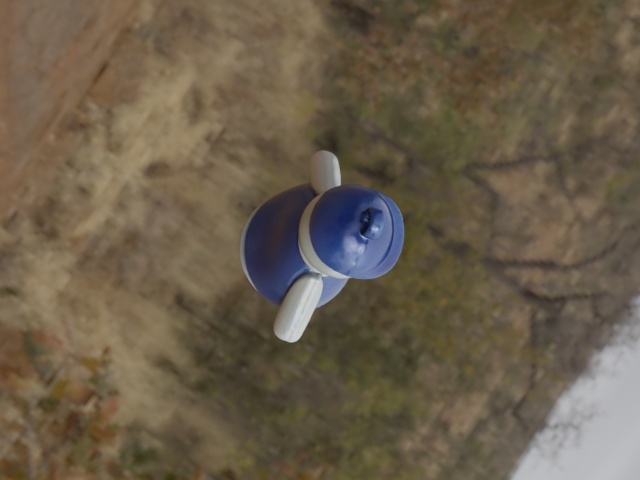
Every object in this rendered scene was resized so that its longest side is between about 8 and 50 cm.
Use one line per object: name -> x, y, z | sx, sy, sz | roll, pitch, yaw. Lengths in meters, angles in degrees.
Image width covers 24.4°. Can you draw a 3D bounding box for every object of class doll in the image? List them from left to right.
doll -> 0.000, 0.000, 0.720 | 0.143, 0.058, 0.098 | 158, -54, -68
